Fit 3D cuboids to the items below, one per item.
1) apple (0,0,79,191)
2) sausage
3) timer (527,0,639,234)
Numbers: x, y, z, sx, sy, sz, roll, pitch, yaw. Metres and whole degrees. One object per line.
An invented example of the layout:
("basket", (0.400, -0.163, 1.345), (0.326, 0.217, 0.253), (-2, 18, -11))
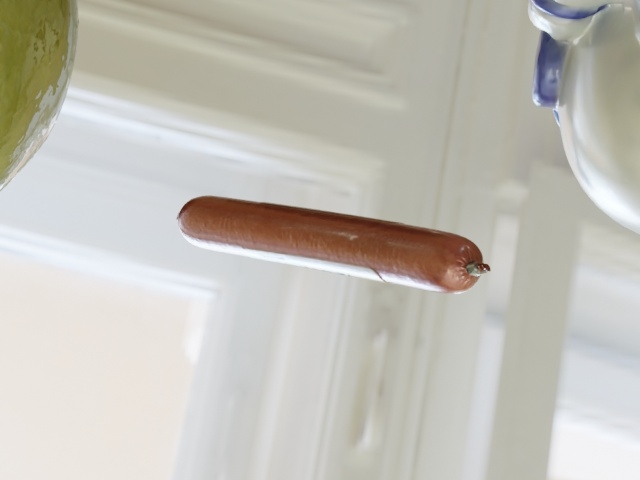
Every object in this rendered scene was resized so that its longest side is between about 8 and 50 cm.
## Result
("apple", (-0.283, -0.152, 1.301), (0.279, 0.279, 0.279), (8, 155, 4))
("sausage", (0.000, 0.000, 0.940), (0.223, 0.029, 0.029), (10, 162, 48))
("timer", (0.157, -0.133, 0.681), (0.270, 0.270, 0.383), (8, 146, 5))
